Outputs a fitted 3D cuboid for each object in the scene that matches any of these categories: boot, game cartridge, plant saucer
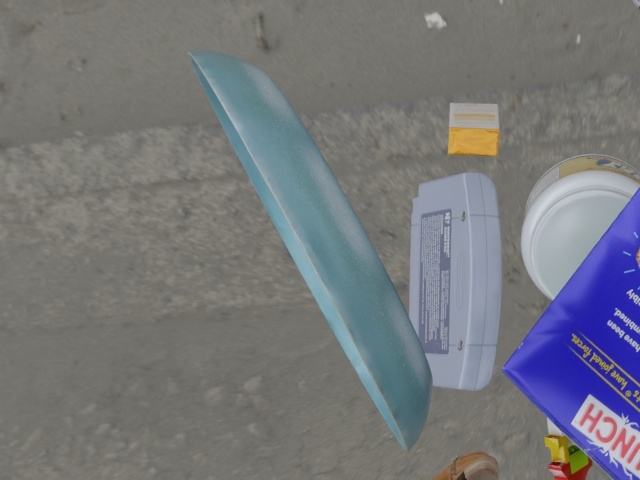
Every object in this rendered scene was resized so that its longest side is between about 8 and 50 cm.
[{"bbox_3d":[0.199,0.404,1.872,0.197,0.152,0.072,-22,91,3],"label":"boot"},{"bbox_3d":[0.185,0.058,1.601,0.060,0.196,0.294,3,86,-16],"label":"game cartridge"},{"bbox_3d":[0.000,0.000,0.818,0.044,0.317,0.317,-28,80,-2],"label":"plant saucer"}]

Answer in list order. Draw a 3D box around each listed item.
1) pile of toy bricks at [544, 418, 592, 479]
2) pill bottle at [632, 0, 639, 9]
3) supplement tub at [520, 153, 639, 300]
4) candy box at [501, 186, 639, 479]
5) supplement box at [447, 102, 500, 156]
[{"bbox_3d":[0.327,0.201,1.163,0.118,0.212,0.105,1,103,45],"label":"pile of toy bricks"},{"bbox_3d":[0.267,-0.227,0.898,0.086,0.086,0.152,-40,86,5],"label":"pill bottle"},{"bbox_3d":[0.281,-0.007,1.186,0.144,0.199,0.144,2,102,11],"label":"supplement tub"},{"bbox_3d":[0.348,0.073,0.940,0.268,0.122,0.317,45,107,32],"label":"candy box"},{"bbox_3d":[0.190,-0.138,1.433,0.062,0.098,0.036,3,116,7],"label":"supplement box"}]
